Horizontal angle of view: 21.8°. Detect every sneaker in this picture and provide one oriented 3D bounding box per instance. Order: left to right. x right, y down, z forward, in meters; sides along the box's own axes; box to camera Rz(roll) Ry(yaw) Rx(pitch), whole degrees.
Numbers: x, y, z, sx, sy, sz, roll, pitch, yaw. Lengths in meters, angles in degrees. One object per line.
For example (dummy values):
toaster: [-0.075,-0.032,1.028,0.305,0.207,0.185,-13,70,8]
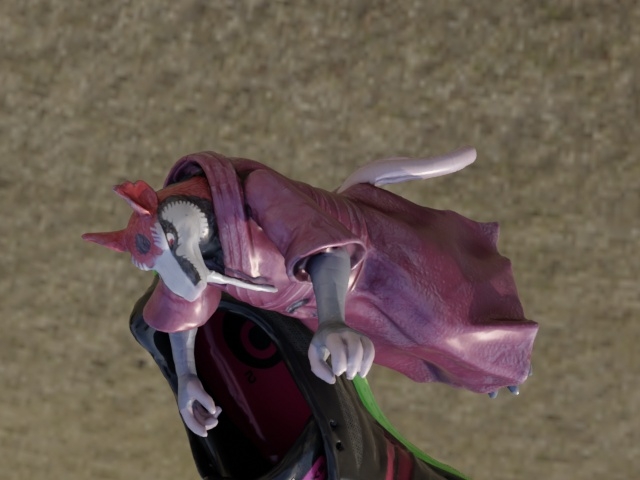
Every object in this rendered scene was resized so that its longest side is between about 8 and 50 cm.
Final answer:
sneaker: [0.005,0.207,1.332,0.185,0.202,0.483,-42,85,29]

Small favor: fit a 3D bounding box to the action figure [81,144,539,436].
action figure: [0.000,0.000,1.192,0.370,0.276,0.248,21,156,-41]
